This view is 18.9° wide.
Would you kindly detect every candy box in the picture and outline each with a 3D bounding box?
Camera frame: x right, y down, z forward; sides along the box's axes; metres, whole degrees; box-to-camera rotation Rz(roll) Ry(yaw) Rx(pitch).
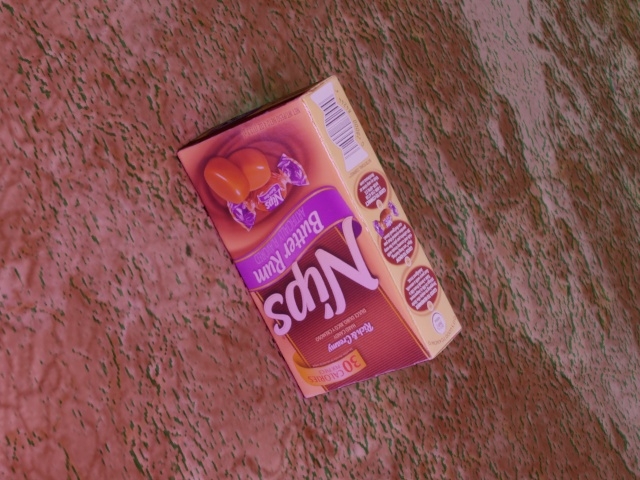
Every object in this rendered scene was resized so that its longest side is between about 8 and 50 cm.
[{"bbox_3d":[0.000,0.000,1.235,0.186,0.109,0.053,62,37,-9],"label":"candy box"}]
